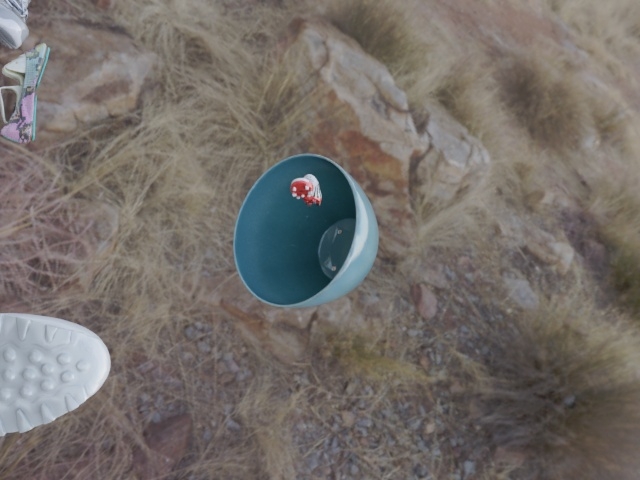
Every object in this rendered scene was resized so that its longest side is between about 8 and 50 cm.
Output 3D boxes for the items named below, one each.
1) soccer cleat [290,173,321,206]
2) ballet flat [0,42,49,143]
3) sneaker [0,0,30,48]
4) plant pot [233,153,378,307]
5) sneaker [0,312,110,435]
[{"bbox_3d":[-0.017,-0.067,0.720,0.083,0.029,0.036,38,48,-69],"label":"soccer cleat"},{"bbox_3d":[-0.612,-0.311,1.205,0.079,0.077,0.222,11,80,-34],"label":"ballet flat"},{"bbox_3d":[-0.557,-0.437,1.029,0.281,0.115,0.105,50,-5,35],"label":"sneaker"},{"bbox_3d":[0.000,0.000,1.160,0.195,0.290,0.290,22,41,-52],"label":"plant pot"},{"bbox_3d":[-0.262,0.098,0.454,0.095,0.235,0.090,-9,90,-79],"label":"sneaker"}]
